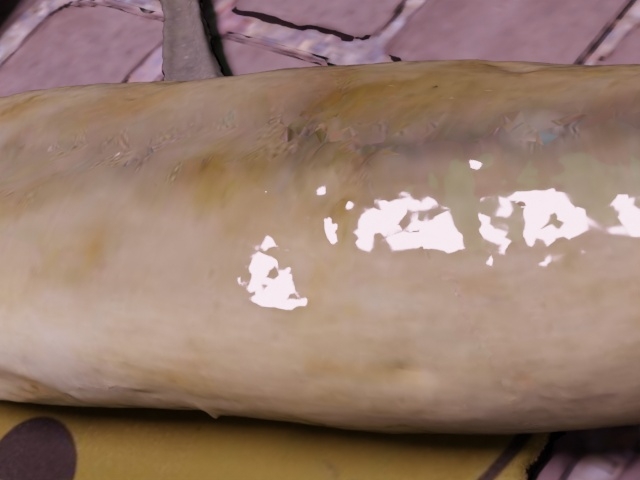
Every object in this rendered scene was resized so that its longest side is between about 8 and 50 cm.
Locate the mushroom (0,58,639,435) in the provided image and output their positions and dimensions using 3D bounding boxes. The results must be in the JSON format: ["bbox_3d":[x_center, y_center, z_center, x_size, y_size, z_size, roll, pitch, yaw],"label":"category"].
[{"bbox_3d":[0.000,0.000,0.403,0.312,0.081,0.100,-2,46,32],"label":"mushroom"}]

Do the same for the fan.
[{"bbox_3d":[-0.036,0.001,0.484,0.229,0.011,0.335,-22,41,9],"label":"fan"}]
